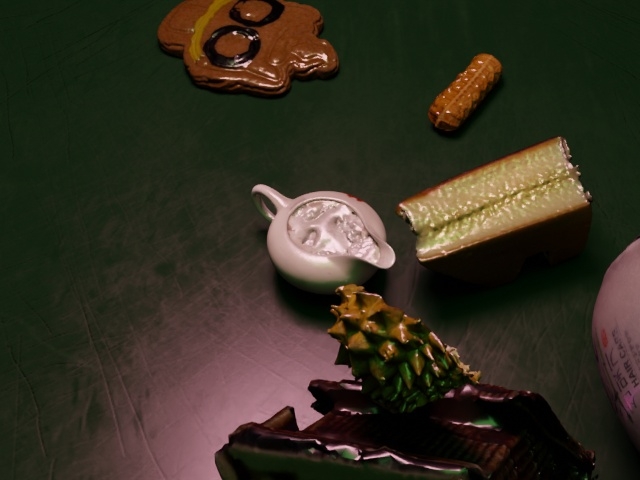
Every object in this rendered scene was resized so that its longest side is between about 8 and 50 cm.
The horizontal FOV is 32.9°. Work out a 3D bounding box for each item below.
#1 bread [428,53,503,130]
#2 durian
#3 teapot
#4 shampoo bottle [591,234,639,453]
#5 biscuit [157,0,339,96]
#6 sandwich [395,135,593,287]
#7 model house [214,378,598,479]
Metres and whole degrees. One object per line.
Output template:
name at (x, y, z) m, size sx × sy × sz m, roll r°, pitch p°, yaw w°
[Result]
bread at (0.206, -0.210, 1.529) m, size 0.052 × 0.044 × 0.157 m, roll 23°, pitch 54°, yaw 27°
durian at (0.056, 0.105, 0.977) m, size 0.140 × 0.224 × 0.078 m, roll 33°, pitch 82°, yaw -1°
teapot at (0.000, 0.000, 1.334) m, size 0.226 × 0.092 × 0.145 m, roll 29°, pitch 55°, yaw 26°
shampoo bottle at (0.423, 0.124, 1.090) m, size 0.273 × 0.273 × 0.266 m, roll -8°, pitch 58°, yaw -4°
biscuit at (-0.107, -0.299, 1.624) m, size 0.290 × 0.041 × 0.208 m, roll 16°, pitch 54°, yaw 16°
sandwich at (0.208, -0.024, 1.323) m, size 0.235 × 0.128 × 0.122 m, roll -18°, pitch 55°, yaw -11°
model house at (0.106, 0.266, 1.061) m, size 0.317 × 0.297 × 0.282 m, roll 2°, pitch 17°, yaw 24°
